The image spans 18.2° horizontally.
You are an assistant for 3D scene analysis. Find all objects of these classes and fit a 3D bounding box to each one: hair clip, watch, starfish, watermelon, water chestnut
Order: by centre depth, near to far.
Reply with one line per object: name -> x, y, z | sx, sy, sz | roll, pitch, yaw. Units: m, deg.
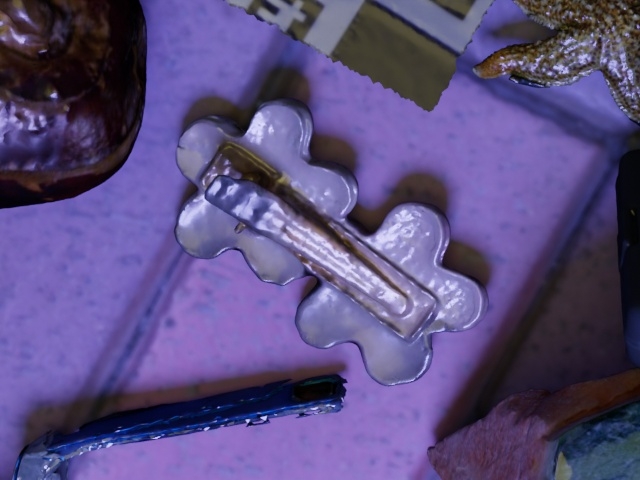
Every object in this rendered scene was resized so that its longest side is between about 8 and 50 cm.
watermelon -> 0.205, 0.220, 1.370 | 0.292, 0.283, 0.250 | -29, 62, 46
water chestnut -> -0.230, -0.121, 1.409 | 0.238, 0.224, 0.223 | -16, 97, 48
starfish -> 0.214, -0.168, 1.429 | 0.208, 0.053, 0.176 | 15, 89, -1
hair clip -> 0.001, -0.001, 1.464 | 0.257, 0.075, 0.146 | 35, 102, -5
watch -> -0.093, 0.256, 1.516 | 0.275, 0.068, 0.276 | -9, 96, 3

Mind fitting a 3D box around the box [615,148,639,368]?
box -> 0.282, 0.009, 1.352 | 0.160, 0.230, 0.050 | 1, 122, 7

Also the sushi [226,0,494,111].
sushi -> 0.036, -0.316, 1.410 | 0.296, 0.100, 0.373 | 29, 89, -1
